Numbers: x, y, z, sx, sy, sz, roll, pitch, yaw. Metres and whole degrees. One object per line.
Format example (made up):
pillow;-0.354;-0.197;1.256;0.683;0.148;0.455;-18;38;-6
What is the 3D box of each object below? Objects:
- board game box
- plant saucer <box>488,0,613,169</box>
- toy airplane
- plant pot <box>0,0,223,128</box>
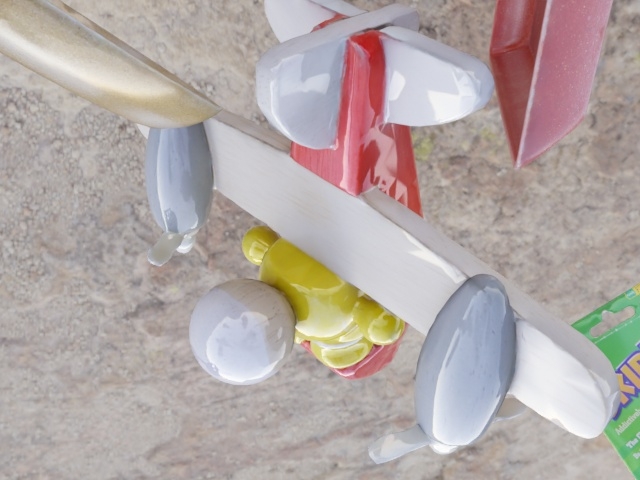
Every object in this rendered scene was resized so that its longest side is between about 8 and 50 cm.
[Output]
board game box;0.319;0.165;0.587;0.124;0.259;0.039;-36;165;17
plant saucer;0.171;-0.218;0.494;0.048;0.258;0.259;4;122;6
toy airplane;0.000;0.000;0.563;0.272;0.386;0.384;-44;105;-18
plant pot;-0.161;-0.123;0.365;0.236;0.236;0.032;29;97;-36
